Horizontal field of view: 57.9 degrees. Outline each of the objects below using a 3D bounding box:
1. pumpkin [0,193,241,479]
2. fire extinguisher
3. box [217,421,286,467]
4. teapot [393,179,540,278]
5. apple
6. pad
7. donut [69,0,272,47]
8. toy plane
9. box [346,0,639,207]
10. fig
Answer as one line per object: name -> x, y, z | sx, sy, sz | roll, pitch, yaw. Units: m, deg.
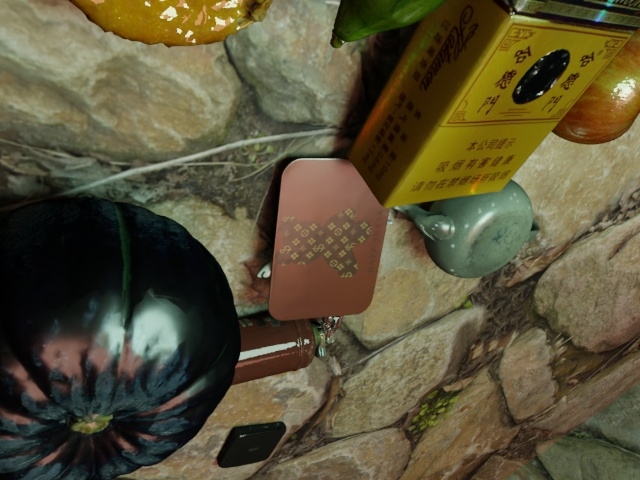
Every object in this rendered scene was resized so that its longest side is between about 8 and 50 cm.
pumpkin -> -0.279, 0.126, 0.685 | 0.363, 0.266, 0.363 | -17, 133, -19
fire extinguisher -> -0.100, 0.156, 0.959 | 0.337, 0.106, 0.147 | -9, 109, -27
box -> -0.147, 0.432, 1.224 | 0.126, 0.027, 0.125 | 6, 127, -37
teapot -> 0.265, -0.030, 0.998 | 0.294, 0.129, 0.193 | -1, 128, -34
apple -> 0.414, -0.241, 0.866 | 0.160, 0.173, 0.195 | 7, 120, -39
pad -> 0.015, 0.004, 0.875 | 0.181, 0.004, 0.267 | -2, 116, -20
donut -> -0.132, -0.301, 0.511 | 0.254, 0.118, 0.253 | -17, 137, -17
toy plane -> 0.000, -0.003, 0.902 | 0.226, 0.058, 0.226 | -23, 137, -9
box -> 0.234, -0.228, 0.720 | 0.264, 0.115, 0.415 | -8, 145, -36
fig -> 0.069, -0.249, 0.555 | 0.117, 0.117, 0.177 | 14, 127, -40
